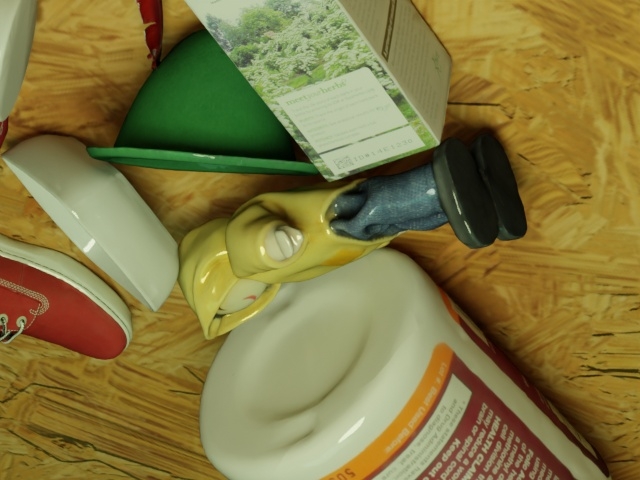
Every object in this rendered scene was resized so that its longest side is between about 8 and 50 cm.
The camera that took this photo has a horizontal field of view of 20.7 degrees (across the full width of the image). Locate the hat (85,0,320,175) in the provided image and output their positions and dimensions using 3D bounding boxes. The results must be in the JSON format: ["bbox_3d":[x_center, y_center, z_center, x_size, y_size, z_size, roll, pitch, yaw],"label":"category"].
[{"bbox_3d":[-0.077,-0.143,1.250,0.173,0.183,0.208,4,180,-8],"label":"hat"}]

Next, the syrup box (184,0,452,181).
[{"bbox_3d":[-0.011,-0.157,1.161,0.093,0.096,0.237,-18,130,28],"label":"syrup box"}]

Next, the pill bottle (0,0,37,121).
[{"bbox_3d":[-0.328,-0.157,1.210,0.246,0.136,0.136,13,139,0],"label":"pill bottle"}]

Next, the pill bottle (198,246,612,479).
[{"bbox_3d":[0.102,0.203,1.439,0.224,0.224,0.392,-21,128,33],"label":"pill bottle"}]

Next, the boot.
[{"bbox_3d":[-0.278,0.078,1.432,0.244,0.176,0.088,27,135,-18],"label":"boot"}]

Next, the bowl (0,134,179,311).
[{"bbox_3d":[-0.169,-0.021,1.350,0.142,0.053,0.142,34,163,51],"label":"bowl"}]

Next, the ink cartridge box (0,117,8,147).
[{"bbox_3d":[-0.316,-0.057,1.290,0.128,0.175,0.072,13,139,0],"label":"ink cartridge box"}]

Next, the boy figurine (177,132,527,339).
[{"bbox_3d":[0.000,0.000,1.294,0.285,0.177,0.092,-20,86,29],"label":"boy figurine"}]
